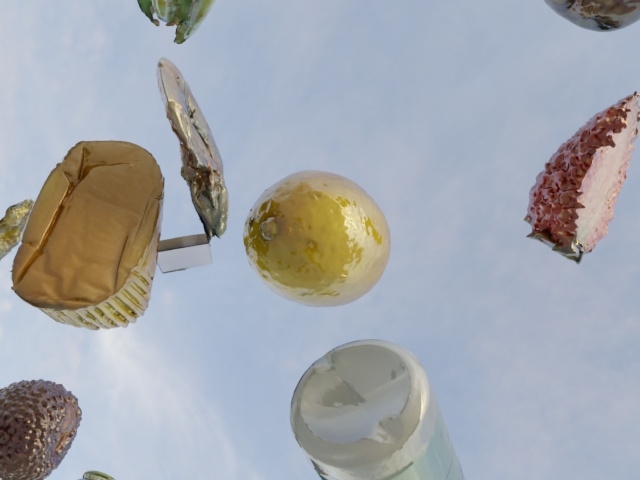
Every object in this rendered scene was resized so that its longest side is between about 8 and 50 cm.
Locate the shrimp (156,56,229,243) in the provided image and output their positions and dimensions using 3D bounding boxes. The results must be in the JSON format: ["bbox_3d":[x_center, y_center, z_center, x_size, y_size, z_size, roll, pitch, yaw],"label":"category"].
[{"bbox_3d":[-0.193,-0.145,0.781,0.062,0.164,0.317,-21,-118,1],"label":"shrimp"}]

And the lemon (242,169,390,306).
[{"bbox_3d":[-0.003,-0.001,0.887,0.235,0.263,0.236,-9,-121,15],"label":"lemon"}]

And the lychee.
[{"bbox_3d":[-0.562,0.354,1.005,0.188,0.188,0.188,3,-82,21],"label":"lychee"}]

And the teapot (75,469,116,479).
[{"bbox_3d":[-0.270,0.298,0.579,0.124,0.091,0.092,6,-53,17],"label":"teapot"}]

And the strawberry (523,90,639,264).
[{"bbox_3d":[0.479,-0.118,0.979,0.137,0.233,0.307,23,-83,39],"label":"strawberry"}]

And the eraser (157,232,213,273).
[{"bbox_3d":[-0.256,0.026,0.995,0.103,0.150,0.023,-10,-105,-12],"label":"eraser"}]

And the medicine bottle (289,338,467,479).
[{"bbox_3d":[0.084,0.243,0.483,0.110,0.110,0.352,-9,-54,22],"label":"medicine bottle"}]

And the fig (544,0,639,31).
[{"bbox_3d":[0.425,-0.411,0.765,0.181,0.181,0.191,35,-89,14],"label":"fig"}]

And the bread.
[{"bbox_3d":[-0.343,-0.005,0.839,0.204,0.156,0.288,4,-111,-2],"label":"bread"}]

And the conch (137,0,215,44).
[{"bbox_3d":[-0.106,-0.207,0.402,0.170,0.079,0.106,131,-52,-61],"label":"conch"}]

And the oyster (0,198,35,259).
[{"bbox_3d":[-0.615,-0.028,1.056,0.045,0.146,0.122,29,-49,13],"label":"oyster"}]
